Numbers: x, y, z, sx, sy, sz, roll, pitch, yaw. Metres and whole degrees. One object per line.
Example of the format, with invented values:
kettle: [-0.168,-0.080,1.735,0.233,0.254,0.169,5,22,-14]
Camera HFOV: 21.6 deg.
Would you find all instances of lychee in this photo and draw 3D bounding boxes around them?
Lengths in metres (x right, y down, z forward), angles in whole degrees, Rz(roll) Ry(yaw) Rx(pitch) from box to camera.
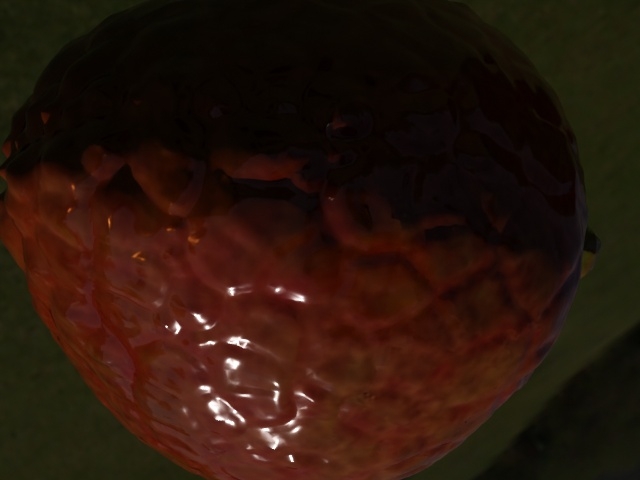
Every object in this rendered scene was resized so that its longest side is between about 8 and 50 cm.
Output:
lychee: [0.000,0.000,0.747,0.255,0.300,0.255,-43,-148,35]
